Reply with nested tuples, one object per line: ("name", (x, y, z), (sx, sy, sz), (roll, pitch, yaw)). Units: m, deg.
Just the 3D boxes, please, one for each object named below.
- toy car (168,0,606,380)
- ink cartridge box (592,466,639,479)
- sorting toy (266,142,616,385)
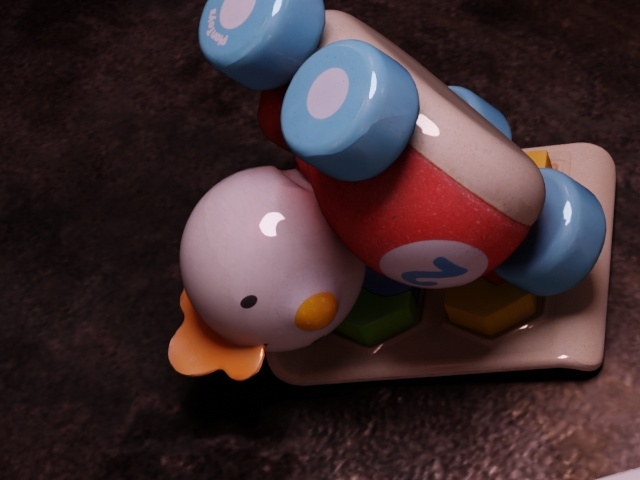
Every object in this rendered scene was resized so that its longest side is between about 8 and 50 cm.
("toy car", (0.000, 0.000, 1.076), (0.238, 0.219, 0.210), (-53, 42, 10))
("ink cartridge box", (0.147, 0.201, 0.877), (0.176, 0.127, 0.128), (-15, 43, 2))
("sorting toy", (0.079, 0.008, 1.163), (0.208, 0.038, 0.193), (-2, 45, 15))
